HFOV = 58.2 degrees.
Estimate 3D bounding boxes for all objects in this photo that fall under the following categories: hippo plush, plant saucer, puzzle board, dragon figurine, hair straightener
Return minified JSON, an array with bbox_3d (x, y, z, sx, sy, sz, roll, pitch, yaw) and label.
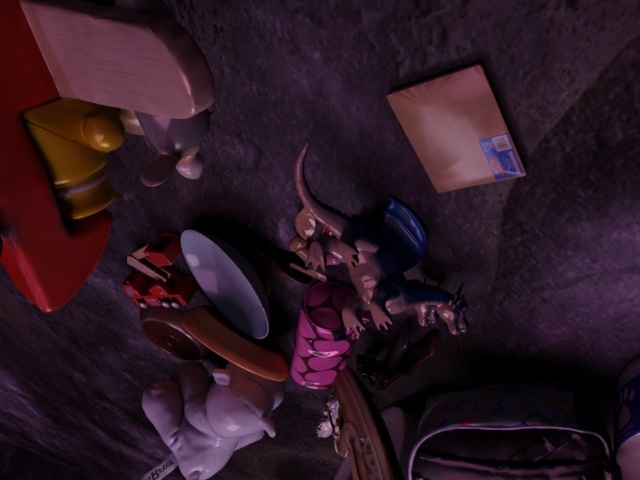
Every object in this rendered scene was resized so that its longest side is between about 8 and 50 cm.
[{"bbox_3d":[-0.193,0.293,1.037,0.234,0.294,0.237,40,125,5],"label":"hippo plush"},{"bbox_3d":[-0.130,0.057,0.846,0.195,0.037,0.195,36,149,26],"label":"plant saucer"},{"bbox_3d":[0.133,-0.104,0.560,0.096,0.011,0.128,-10,130,37],"label":"puzzle board"},{"bbox_3d":[0.065,0.009,0.670,0.085,0.144,0.289,-24,100,48],"label":"dragon figurine"},{"bbox_3d":[-0.133,0.160,0.937,0.199,0.037,0.200,30,178,1],"label":"plant saucer"},{"bbox_3d":[0.093,0.185,0.893,0.088,0.047,0.230,18,149,-8],"label":"hair straightener"},{"bbox_3d":[-0.290,0.189,1.141,0.168,0.029,0.169,16,140,14],"label":"plant saucer"}]

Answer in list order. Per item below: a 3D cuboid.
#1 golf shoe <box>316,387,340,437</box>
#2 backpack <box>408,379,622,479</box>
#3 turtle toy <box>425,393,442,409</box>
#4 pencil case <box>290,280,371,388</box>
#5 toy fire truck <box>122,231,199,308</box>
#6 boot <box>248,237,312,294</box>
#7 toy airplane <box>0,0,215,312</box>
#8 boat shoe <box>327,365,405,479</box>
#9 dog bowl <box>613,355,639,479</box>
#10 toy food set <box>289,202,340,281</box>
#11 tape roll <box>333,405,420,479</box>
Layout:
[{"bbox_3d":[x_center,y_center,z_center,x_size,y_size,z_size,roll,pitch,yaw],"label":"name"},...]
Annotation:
[{"bbox_3d":[0.043,0.334,1.081,0.085,0.069,0.176,18,143,2],"label":"golf shoe"},{"bbox_3d":[0.248,0.306,0.772,0.253,0.191,0.225,-9,103,15],"label":"backpack"},{"bbox_3d":[0.227,0.286,0.907,0.130,0.066,0.095,25,106,3],"label":"turtle toy"},{"bbox_3d":[0.009,0.153,0.873,0.098,0.095,0.209,5,144,-6],"label":"pencil case"},{"bbox_3d":[-0.276,0.053,0.958,0.192,0.047,0.135,-5,132,36],"label":"toy fire truck"},{"bbox_3d":[-0.068,0.057,0.846,0.106,0.037,0.114,36,141,11],"label":"boot"},{"bbox_3d":[-0.263,-0.170,0.561,0.384,0.272,0.386,-42,70,40],"label":"toy airplane"},{"bbox_3d":[0.063,0.321,0.811,0.089,0.285,0.104,-23,154,7],"label":"boat shoe"},{"bbox_3d":[0.485,0.233,0.664,0.264,0.104,0.265,16,141,14],"label":"dog bowl"},{"bbox_3d":[0.000,0.000,0.757,0.077,0.019,0.122,24,135,4],"label":"toy food set"},{"bbox_3d":[0.106,0.430,0.974,0.100,0.286,0.286,31,142,-3],"label":"tape roll"}]
